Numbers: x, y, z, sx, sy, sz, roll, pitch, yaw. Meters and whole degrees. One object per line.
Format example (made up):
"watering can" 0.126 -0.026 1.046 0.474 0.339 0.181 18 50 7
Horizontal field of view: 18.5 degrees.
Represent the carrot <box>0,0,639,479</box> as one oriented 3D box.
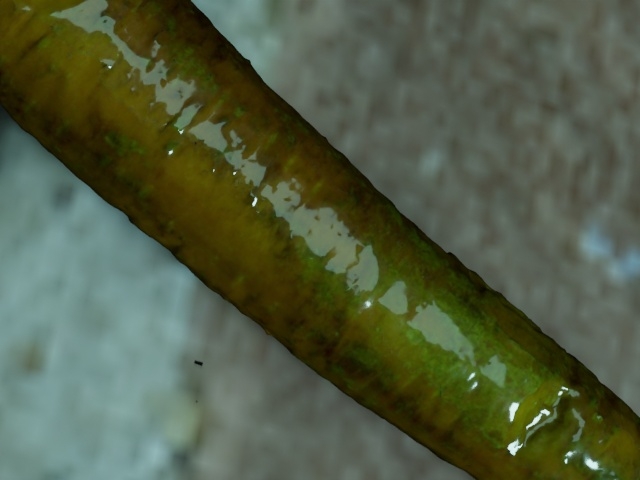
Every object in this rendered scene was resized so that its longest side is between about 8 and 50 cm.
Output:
"carrot" 0.000 0.000 0.382 0.171 0.042 0.042 40 63 -7
